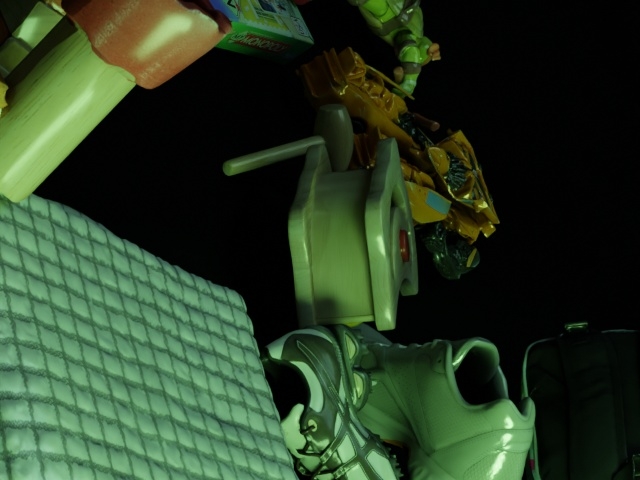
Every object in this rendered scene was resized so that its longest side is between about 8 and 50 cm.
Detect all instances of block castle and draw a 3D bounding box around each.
[{"bbox_3d":[-0.233,-0.257,1.000,0.303,0.213,0.453,37,14,-38],"label":"block castle"}]

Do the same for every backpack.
[{"bbox_3d":[0.305,0.218,1.675,0.253,0.225,0.191,-88,172,-55],"label":"backpack"}]

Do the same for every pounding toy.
[{"bbox_3d":[0.000,0.000,1.498,0.269,0.155,0.154,-76,158,-62],"label":"pounding toy"}]

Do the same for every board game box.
[{"bbox_3d":[-0.133,-0.326,1.678,0.317,0.046,0.213,64,21,12],"label":"board game box"}]

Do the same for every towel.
[{"bbox_3d":[-0.141,0.104,1.011,0.283,0.121,0.235,27,36,-51],"label":"towel"}]

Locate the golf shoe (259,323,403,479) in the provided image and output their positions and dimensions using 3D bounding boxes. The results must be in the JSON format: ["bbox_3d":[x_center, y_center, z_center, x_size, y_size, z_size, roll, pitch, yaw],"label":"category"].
[{"bbox_3d":[0.004,0.163,1.325,0.094,0.077,0.198,-5,69,-37],"label":"golf shoe"}]

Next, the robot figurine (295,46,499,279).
[{"bbox_3d":[0.090,-0.078,1.785,0.291,0.085,0.211,29,37,-52],"label":"robot figurine"}]

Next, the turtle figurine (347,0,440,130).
[{"bbox_3d":[0.072,-0.255,1.958,0.217,0.087,0.269,42,23,-35],"label":"turtle figurine"}]

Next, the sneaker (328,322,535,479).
[{"bbox_3d":[0.092,0.114,1.381,0.099,0.121,0.262,9,21,-36],"label":"sneaker"}]

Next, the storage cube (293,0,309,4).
[{"bbox_3d":[-0.007,-0.383,1.686,0.193,0.215,0.184,42,26,-51],"label":"storage cube"}]
